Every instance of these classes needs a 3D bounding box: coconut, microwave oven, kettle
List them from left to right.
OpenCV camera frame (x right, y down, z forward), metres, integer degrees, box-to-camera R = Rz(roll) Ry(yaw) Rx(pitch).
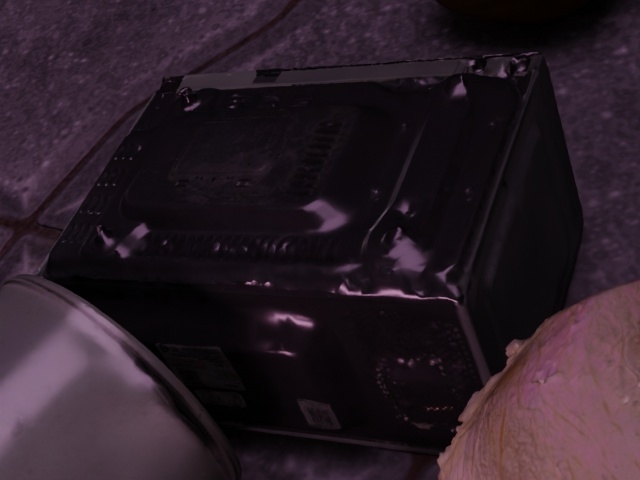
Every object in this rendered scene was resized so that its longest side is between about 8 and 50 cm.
[{"bbox_3d":[-0.222,0.203,0.613,0.205,0.265,0.318,36,65,8],"label":"kettle"},{"bbox_3d":[0.000,0.000,0.693,0.295,0.181,0.237,2,47,28],"label":"microwave oven"},{"bbox_3d":[0.164,0.124,0.453,0.227,0.227,0.230,-23,37,3],"label":"coconut"}]

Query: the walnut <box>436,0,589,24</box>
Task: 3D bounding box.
[{"bbox_3d":[0.168,-0.270,0.907,0.207,0.167,0.167,11,53,38],"label":"walnut"}]
